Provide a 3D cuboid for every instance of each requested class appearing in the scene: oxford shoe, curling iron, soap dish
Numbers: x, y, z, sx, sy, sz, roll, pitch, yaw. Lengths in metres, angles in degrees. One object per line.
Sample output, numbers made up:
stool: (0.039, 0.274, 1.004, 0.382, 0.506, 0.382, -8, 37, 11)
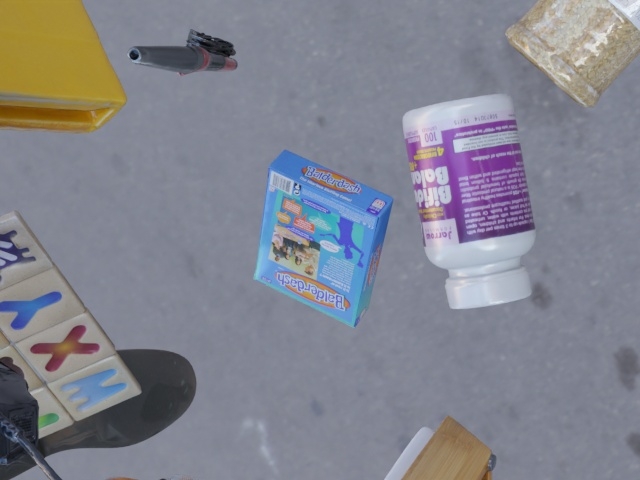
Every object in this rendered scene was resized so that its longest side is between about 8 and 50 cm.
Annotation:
oxford shoe: (-0.197, 0.128, 0.980, 0.076, 0.212, 0.076, -2, 100, 57)
curling iron: (-0.154, -0.203, 1.403, 0.068, 0.274, 0.035, 24, 106, 9)
soap dish: (0.159, 0.428, 1.771, 0.118, 0.229, 0.290, 11, 121, 25)

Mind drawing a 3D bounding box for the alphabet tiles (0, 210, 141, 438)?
alphabet tiles: (-0.214, 0.050, 0.590, 0.237, 0.198, 0.009, 68, 179, -51)

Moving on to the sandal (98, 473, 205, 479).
sandal: (-0.082, 0.266, 1.155, 0.265, 0.102, 0.076, 30, 111, -16)

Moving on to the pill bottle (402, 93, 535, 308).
pill bottle: (0.226, -0.056, 1.885, 0.169, 0.169, 0.301, -9, 92, 50)

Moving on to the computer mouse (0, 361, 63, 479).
computer mouse: (-0.102, 0.081, 0.422, 0.242, 0.071, 0.041, 27, 96, 33)

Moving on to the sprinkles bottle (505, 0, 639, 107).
sprinkles bottle: (0.343, -0.297, 1.253, 0.355, 0.121, 0.121, -48, 67, 12)

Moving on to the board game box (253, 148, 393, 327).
board game box: (0.000, 0.000, 1.658, 0.160, 0.047, 0.210, 25, 136, 14)

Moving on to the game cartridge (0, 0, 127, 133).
game cartridge: (-0.300, -0.220, 0.855, 0.053, 0.285, 0.323, -37, 72, 30)
